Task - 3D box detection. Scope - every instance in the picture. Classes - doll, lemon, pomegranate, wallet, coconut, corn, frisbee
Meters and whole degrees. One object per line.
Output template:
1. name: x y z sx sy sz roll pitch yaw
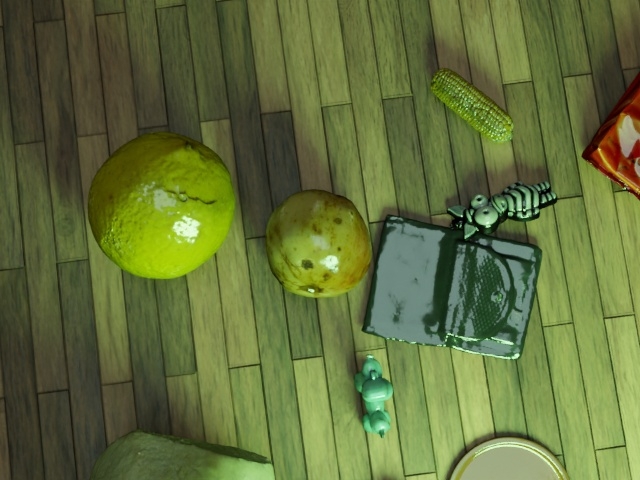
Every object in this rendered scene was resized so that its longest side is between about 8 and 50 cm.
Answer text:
1. doll: 0.360 -0.064 1.935 0.219 0.067 0.091 -19 55 -4
2. lemon: -0.294 -0.064 1.820 0.293 0.293 0.293 0 82 -1
3. pomegranate: 0.000 0.000 1.855 0.215 0.215 0.215 0 82 -1
4. wallet: 0.261 0.097 1.927 0.323 0.041 0.247 12 80 3
5. coconut: -0.248 0.538 1.654 0.404 0.404 0.405 0 82 -1
6. doll: 0.101 0.290 1.836 0.059 0.158 0.159 -9 89 -5
7. corn: 0.307 -0.271 1.964 0.207 0.068 0.068 42 83 4
8. frisbee: 0.363 0.504 1.879 0.250 0.021 0.251 0 81 -1

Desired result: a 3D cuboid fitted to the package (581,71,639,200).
1. package: 0.701 -0.260 1.943 0.196 0.123 0.423 35 82 2
